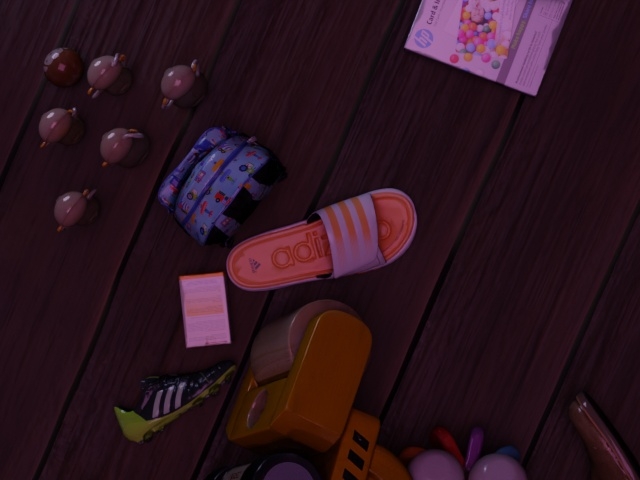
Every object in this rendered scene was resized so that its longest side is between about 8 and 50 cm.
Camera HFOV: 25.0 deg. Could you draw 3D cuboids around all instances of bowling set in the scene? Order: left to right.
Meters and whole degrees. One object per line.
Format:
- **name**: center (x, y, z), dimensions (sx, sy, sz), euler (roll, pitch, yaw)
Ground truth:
- **bowling set**: center (-0.303, -0.166, 1.878), dimensions (0.200, 0.154, 0.287), euler (39, 93, 1)

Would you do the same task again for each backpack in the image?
- **backpack**: center (-0.132, -0.070, 1.862), dimensions (0.117, 0.173, 0.158), euler (39, 94, 1)

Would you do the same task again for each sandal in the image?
- **sandal**: center (0.003, 0.010, 1.905), dimensions (0.265, 0.076, 0.101), euler (-19, 90, 3)

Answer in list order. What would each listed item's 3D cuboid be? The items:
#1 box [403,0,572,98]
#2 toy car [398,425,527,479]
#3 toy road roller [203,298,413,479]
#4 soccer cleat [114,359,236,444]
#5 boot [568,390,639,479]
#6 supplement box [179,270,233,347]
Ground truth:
- **box**: center (0.222, -0.288, 1.907), dimensions (0.186, 0.038, 0.145), euler (21, 92, 3)
- **toy car**: center (0.187, 0.306, 1.885), dimensions (0.182, 0.159, 0.136), euler (4, 55, 2)
- **toy road roller**: center (0.011, 0.263, 1.823), dimensions (0.241, 0.202, 0.329), euler (25, 67, -18)
- **soccer cleat**: center (-0.196, 0.202, 1.932), dimensions (0.179, 0.060, 0.072), euler (-34, 82, 5)
- **boot**: center (0.382, 0.347, 1.886), dimensions (0.115, 0.112, 0.305), euler (-26, 92, 14)
- **supplement box**: center (-0.153, 0.092, 1.935), dimensions (0.062, 0.036, 0.098), euler (-5, 91, 3)
